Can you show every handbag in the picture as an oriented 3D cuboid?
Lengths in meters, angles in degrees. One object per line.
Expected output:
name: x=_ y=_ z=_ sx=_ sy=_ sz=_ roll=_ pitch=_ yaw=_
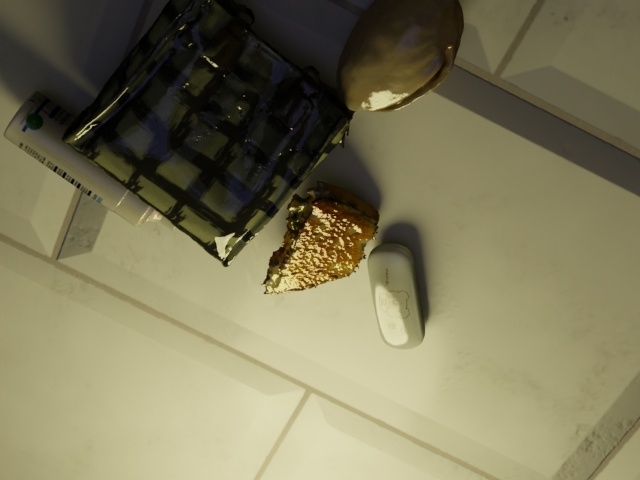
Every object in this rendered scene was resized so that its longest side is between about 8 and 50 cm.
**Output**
handbag: x=-0.156 y=-0.172 z=1.685 sx=0.325 sy=0.162 sz=0.327 roll=38 pitch=114 yaw=-14

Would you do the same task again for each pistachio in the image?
pistachio: x=0.112 y=-0.262 z=1.579 sx=0.152 sy=0.126 sz=0.223 roll=55 pitch=127 yaw=23

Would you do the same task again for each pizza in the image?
pizza: x=0.000 y=0.000 z=1.803 sx=0.147 sy=0.069 sz=0.226 roll=10 pitch=129 yaw=-18

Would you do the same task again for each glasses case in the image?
glasses case: x=0.123 y=0.092 z=1.833 sx=0.074 sy=0.049 sz=0.193 roll=-3 pitch=121 yaw=15

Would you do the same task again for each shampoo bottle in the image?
shampoo bottle: x=-0.347 y=-0.112 z=1.802 sx=0.303 sy=0.092 sz=0.092 roll=35 pitch=123 yaw=-8
